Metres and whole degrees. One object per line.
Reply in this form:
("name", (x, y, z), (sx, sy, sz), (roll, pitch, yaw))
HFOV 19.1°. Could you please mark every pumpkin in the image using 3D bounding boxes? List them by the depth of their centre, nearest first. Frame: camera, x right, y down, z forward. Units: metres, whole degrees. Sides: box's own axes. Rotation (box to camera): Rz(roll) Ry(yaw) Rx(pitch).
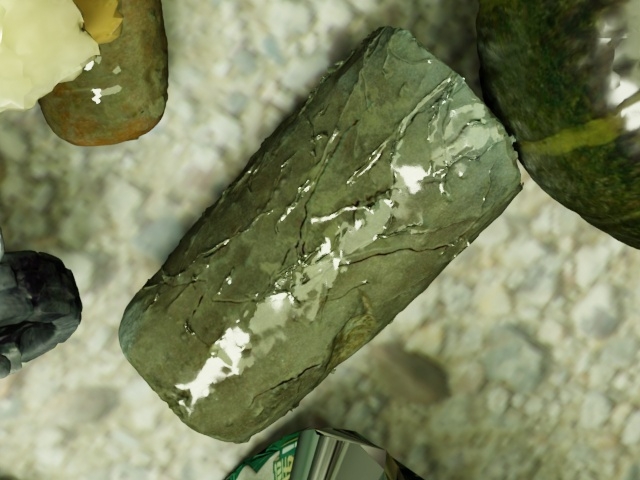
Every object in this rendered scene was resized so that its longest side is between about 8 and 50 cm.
("pumpkin", (0.167, -0.098, 0.804), (0.224, 0.157, 0.223), (0, 89, -22))

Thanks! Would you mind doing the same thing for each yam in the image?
("yam", (0.000, 0.000, 0.822), (0.183, 0.107, 0.107), (-44, 111, 5))

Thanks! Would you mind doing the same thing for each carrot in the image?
("carrot", (-0.122, -0.201, 0.754), (0.070, 0.070, 0.342), (-17, 108, -8))

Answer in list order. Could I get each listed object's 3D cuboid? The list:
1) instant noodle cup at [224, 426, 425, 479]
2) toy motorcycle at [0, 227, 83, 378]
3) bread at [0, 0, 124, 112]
("instant noodle cup", (0.031, 0.217, 0.831), (0.178, 0.240, 0.240), (30, 97, -24))
("toy motorcycle", (-0.243, 0.064, 0.736), (0.307, 0.173, 0.108), (-22, 77, 5))
("bread", (-0.279, -0.105, 0.664), (0.375, 0.165, 0.236), (-21, 106, 3))
